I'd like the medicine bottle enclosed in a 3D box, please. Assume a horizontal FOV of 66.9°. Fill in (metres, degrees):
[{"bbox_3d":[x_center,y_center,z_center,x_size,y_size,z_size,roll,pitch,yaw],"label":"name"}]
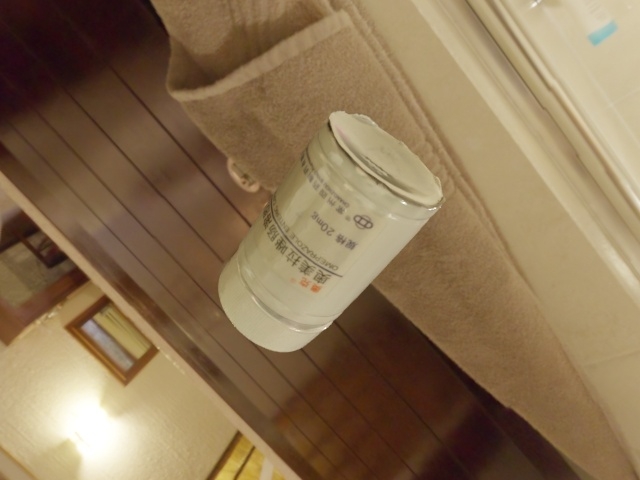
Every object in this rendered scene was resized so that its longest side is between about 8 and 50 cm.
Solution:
[{"bbox_3d":[0.000,0.000,0.706,0.332,0.190,0.190,-52,-177,31],"label":"medicine bottle"}]
